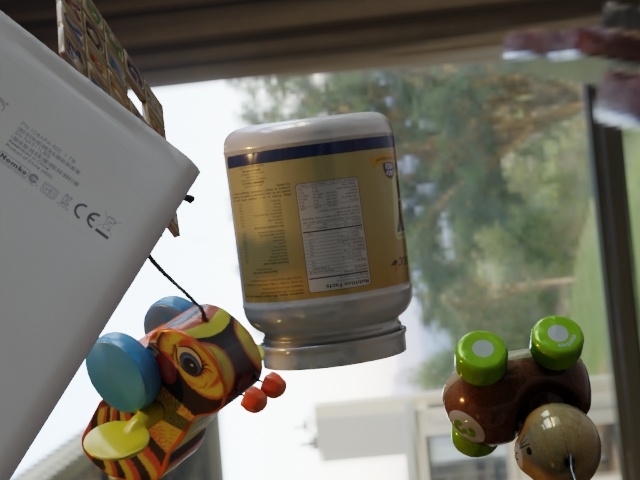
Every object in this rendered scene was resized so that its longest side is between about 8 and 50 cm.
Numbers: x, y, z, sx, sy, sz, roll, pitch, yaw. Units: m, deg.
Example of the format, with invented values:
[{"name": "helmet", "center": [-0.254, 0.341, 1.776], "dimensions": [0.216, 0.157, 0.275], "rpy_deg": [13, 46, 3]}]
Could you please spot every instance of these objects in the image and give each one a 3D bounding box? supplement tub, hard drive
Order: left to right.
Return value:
[{"name": "hard drive", "center": [-0.237, 0.006, 0.938], "dimensions": [0.040, 0.210, 0.319], "rpy_deg": [-33, 23, 51]}, {"name": "supplement tub", "center": [0.000, 0.000, 1.828], "dimensions": [0.228, 0.228, 0.316], "rpy_deg": [-41, -56, -85]}]

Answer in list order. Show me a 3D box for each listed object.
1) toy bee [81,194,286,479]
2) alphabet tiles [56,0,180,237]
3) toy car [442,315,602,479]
[{"name": "toy bee", "center": [-0.116, 0.118, 1.161], "dimensions": [0.195, 0.162, 0.298], "rpy_deg": [-44, -23, -27]}, {"name": "alphabet tiles", "center": [-0.178, -0.117, 1.226], "dimensions": [0.237, 0.009, 0.198], "rpy_deg": [-104, -13, -47]}, {"name": "toy car", "center": [0.210, 0.197, 1.347], "dimensions": [0.155, 0.149, 0.188], "rpy_deg": [86, 170, -48]}]
